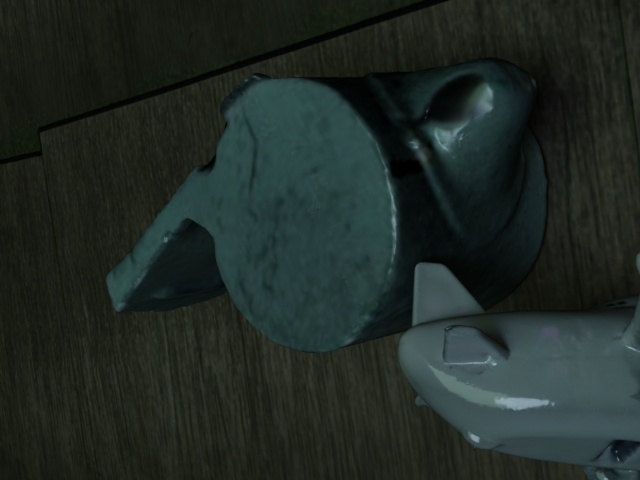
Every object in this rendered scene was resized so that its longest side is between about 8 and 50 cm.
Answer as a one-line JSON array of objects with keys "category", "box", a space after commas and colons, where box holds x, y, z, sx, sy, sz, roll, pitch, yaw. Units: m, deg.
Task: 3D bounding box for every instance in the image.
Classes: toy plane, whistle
[{"category": "toy plane", "box": [0.167, 0.077, 0.640, 0.245, 0.245, 0.117, -28, 47, 44]}, {"category": "whistle", "box": [-0.014, -0.028, 0.820, 0.405, 0.168, 0.188, 1, 97, 45]}]
